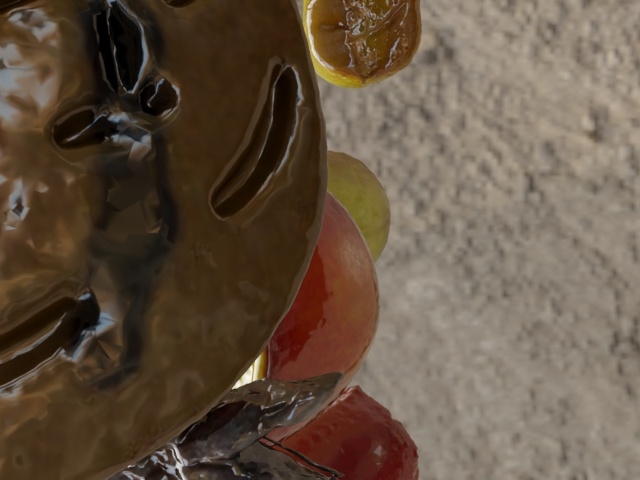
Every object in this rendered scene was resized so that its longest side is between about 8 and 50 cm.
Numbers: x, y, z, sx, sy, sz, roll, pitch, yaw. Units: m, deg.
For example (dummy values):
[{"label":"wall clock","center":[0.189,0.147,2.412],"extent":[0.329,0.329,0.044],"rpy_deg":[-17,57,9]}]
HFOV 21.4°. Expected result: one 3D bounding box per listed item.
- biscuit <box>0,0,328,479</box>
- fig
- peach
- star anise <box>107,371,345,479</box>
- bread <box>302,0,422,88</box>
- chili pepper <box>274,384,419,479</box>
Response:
[{"label":"biscuit","center":[-0.161,-0.081,0.547],"extent":[0.367,0.314,0.063],"rpy_deg":[62,148,0]},{"label":"fig","center":[0.000,0.000,1.670],"extent":[0.257,0.159,0.159],"rpy_deg":[-122,42,-71]},{"label":"peach","center":[-0.070,0.040,0.965],"extent":[0.226,0.196,0.190],"rpy_deg":[-177,108,-85]},{"label":"star anise","center":[-0.060,0.074,0.659],"extent":[0.141,0.042,0.141],"rpy_deg":[6,117,11]},{"label":"bread","center":[0.035,-0.251,1.439],"extent":[0.094,0.102,0.246],"rpy_deg":[147,125,-82]},{"label":"chili pepper","center":[-0.062,0.250,1.387],"extent":[0.131,0.338,0.134],"rpy_deg":[47,139,20]}]
